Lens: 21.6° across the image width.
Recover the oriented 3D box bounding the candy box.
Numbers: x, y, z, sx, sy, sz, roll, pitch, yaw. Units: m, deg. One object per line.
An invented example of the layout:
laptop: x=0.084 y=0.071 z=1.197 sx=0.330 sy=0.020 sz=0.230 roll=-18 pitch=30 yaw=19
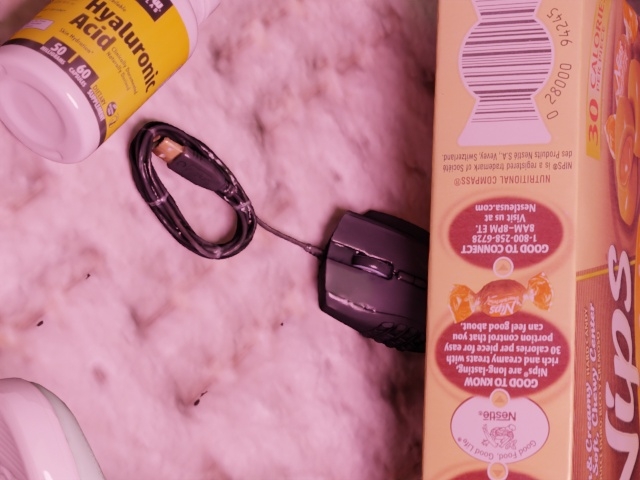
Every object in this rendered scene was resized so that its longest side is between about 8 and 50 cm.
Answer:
candy box: x=0.127 y=0.023 z=0.926 sx=0.183 sy=0.087 sz=0.316 roll=15 pitch=77 yaw=-65

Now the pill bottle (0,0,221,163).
pill bottle: x=-0.099 y=-0.095 z=0.791 sx=0.116 sy=0.065 sz=0.065 roll=-50 pitch=118 yaw=-32

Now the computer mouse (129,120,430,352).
computer mouse: x=0.000 y=0.000 z=0.887 sx=0.242 sy=0.041 sz=0.071 roll=26 pitch=72 yaw=-37

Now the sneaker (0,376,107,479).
sneaker: x=-0.068 y=0.144 z=0.781 sx=0.151 sy=0.094 sz=0.256 roll=-35 pitch=120 yaw=-31
